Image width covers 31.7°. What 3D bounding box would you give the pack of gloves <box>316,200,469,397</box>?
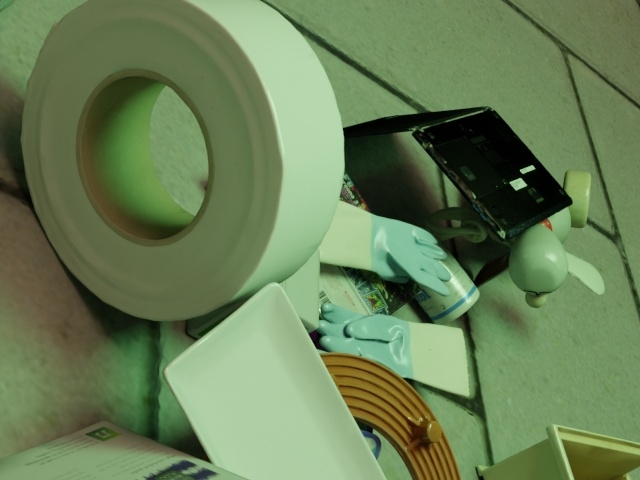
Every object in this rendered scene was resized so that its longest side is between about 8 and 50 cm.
[{"bbox_3d":[0.065,0.067,1.244,0.232,0.046,0.195,17,61,-40],"label":"pack of gloves"}]

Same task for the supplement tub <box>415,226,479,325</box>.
[{"bbox_3d":[0.139,0.045,1.391,0.107,0.071,0.071,51,33,-4],"label":"supplement tub"}]

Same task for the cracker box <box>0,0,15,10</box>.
[{"bbox_3d":[-0.370,-0.253,1.014,0.155,0.067,0.232,47,33,-13],"label":"cracker box"}]

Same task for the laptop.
[{"bbox_3d":[0.153,-0.088,1.426,0.264,0.136,0.234,51,33,11],"label":"laptop"}]

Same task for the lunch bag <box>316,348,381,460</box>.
[{"bbox_3d":[-0.016,0.180,1.064,0.129,0.096,0.151,21,59,-38],"label":"lunch bag"}]

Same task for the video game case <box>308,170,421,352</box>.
[{"bbox_3d":[0.000,0.000,1.280,0.232,0.042,0.210,57,33,2],"label":"video game case"}]

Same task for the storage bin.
[{"bbox_3d":[0.332,0.372,1.301,0.260,0.123,0.262,18,48,-42],"label":"storage bin"}]

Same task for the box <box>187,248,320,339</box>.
[{"bbox_3d":[-0.065,0.049,1.103,0.087,0.101,0.102,31,42,-33],"label":"box"}]

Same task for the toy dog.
[{"bbox_3d":[0.282,0.016,1.526,0.334,0.220,0.160,-34,128,-53],"label":"toy dog"}]

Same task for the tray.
[{"bbox_3d":[-0.024,0.183,0.925,0.145,0.030,0.270,-38,106,-40],"label":"tray"}]

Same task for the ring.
[{"bbox_3d":[0.027,0.265,0.994,0.337,0.032,0.336,13,70,-41],"label":"ring"}]

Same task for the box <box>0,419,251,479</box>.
[{"bbox_3d":[-0.111,0.219,0.743,0.232,0.322,0.058,-13,112,-54],"label":"box"}]

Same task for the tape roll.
[{"bbox_3d":[-0.125,-0.078,0.975,0.100,0.286,0.286,-21,78,-56],"label":"tape roll"}]
